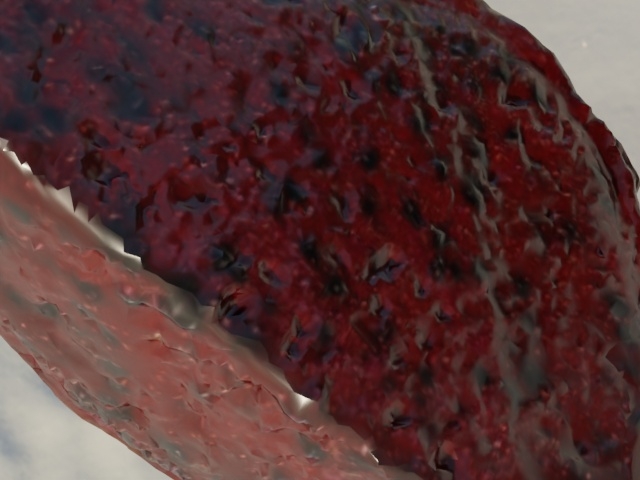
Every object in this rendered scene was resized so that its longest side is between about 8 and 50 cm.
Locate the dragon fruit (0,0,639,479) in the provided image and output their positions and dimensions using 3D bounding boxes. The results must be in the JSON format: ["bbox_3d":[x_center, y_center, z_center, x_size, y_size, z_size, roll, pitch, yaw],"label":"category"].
[{"bbox_3d":[0.000,0.000,0.463,0.152,0.317,0.205,-34,19,54],"label":"dragon fruit"}]
